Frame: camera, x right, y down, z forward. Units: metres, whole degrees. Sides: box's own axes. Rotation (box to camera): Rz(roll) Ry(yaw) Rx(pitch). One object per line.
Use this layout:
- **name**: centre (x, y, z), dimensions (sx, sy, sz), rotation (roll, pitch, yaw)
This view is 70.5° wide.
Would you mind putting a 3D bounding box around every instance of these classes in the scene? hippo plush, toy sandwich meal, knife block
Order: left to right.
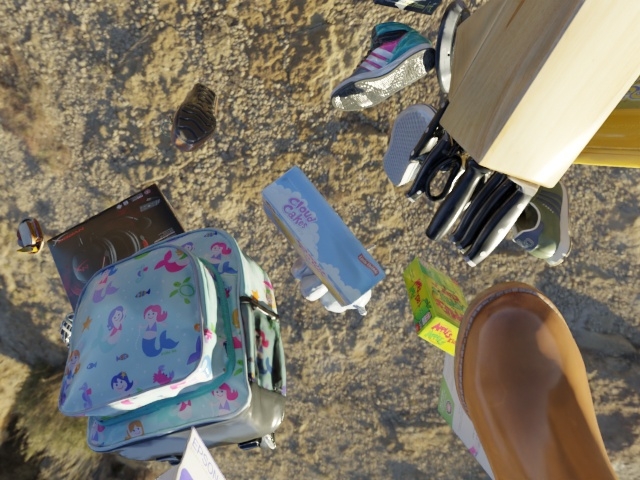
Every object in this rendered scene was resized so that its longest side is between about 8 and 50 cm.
- **toy sandwich meal**: centre (-0.579, -0.008, 0.893), dimensions (0.086, 0.029, 0.085), rotation (4, 100, 25)
- **hippo plush**: centre (0.074, 0.114, 1.504), dimensions (0.295, 0.234, 0.236), rotation (-16, 142, 16)
- **knife block**: centre (0.184, -0.105, 0.400), dimensions (0.088, 0.241, 0.276), rotation (12, 169, -20)

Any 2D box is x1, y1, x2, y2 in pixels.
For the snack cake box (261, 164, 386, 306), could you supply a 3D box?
- **snack cake box**: centre (0.000, 0.000, 0.882), dimensions (0.264, 0.089, 0.152), rotation (51, 172, 6)

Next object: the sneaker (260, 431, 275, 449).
- **sneaker**: centre (-0.173, 0.321, 0.865), dimensions (0.124, 0.107, 0.283), rotation (-17, 130, 0)

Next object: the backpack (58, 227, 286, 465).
- **backpack**: centre (-0.168, 0.108, 0.541), dimensions (0.225, 0.253, 0.191), rotation (-19, 139, 14)

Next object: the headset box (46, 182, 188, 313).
- **headset box**: centre (-0.309, 0.072, 0.791), dimensions (0.293, 0.218, 0.110), rotation (52, 166, 28)

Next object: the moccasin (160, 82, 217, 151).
- **moccasin**: centre (-0.430, -0.392, 1.490), dimensions (0.139, 0.379, 0.147), rotation (28, 120, -31)

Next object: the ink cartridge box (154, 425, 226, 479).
- **ink cartridge box**: centre (-0.078, 0.282, 0.325), dimensions (0.045, 0.208, 0.206), rotation (-24, 105, 1)

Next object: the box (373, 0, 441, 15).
- **box**: centre (0.201, -0.708, 1.179), dimensions (0.184, 0.232, 0.059), rotation (-2, 160, -26)

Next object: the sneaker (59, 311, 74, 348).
- **sneaker**: centre (-0.487, 0.236, 1.091), dimensions (0.275, 0.110, 0.107), rotation (35, 100, -38)

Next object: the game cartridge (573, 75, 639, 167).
- **game cartridge**: centre (0.513, -0.256, 0.794), dimensions (0.285, 0.323, 0.052), rotation (20, 151, 53)

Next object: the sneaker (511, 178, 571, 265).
- **sneaker**: centre (0.341, -0.054, 0.725), dimensions (0.086, 0.192, 0.064), rotation (23, 141, -8)

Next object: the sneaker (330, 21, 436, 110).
- **sneaker**: centre (0.148, -0.485, 1.227), dimensions (0.296, 0.178, 0.124), rotation (-23, 147, 15)

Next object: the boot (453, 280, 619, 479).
- **boot**: centre (0.166, 0.179, 0.282), dimensions (0.109, 0.220, 0.283), rotation (-4, 96, 3)

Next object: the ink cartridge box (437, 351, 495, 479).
- **ink cartridge box**: centre (0.384, 0.360, 0.912), dimensions (0.119, 0.353, 0.206), rotation (-2, 107, -15)

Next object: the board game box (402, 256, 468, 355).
- **board game box**: centre (0.190, 0.103, 0.720), dimensions (0.092, 0.181, 0.043), rotation (32, 112, -12)

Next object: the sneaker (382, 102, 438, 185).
- **sneaker**: centre (0.242, -0.238, 1.070), dimensions (0.126, 0.128, 0.321), rotation (62, 170, 8)

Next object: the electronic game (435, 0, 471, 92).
- **electronic game**: centre (0.353, -0.509, 1.196), dimensions (0.048, 0.229, 0.229), rotation (14, 131, 31)
